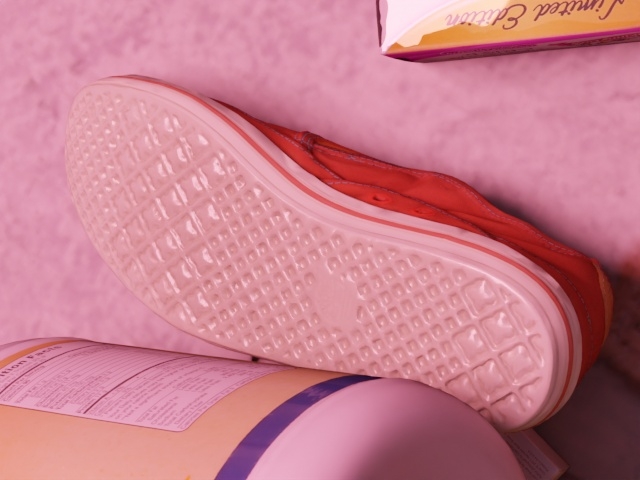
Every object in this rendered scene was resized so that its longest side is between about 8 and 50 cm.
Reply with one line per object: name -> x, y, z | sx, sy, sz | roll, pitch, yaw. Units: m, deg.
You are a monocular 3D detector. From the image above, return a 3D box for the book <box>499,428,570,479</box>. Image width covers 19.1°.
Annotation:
book -> 0.044, 0.134, 0.979 | 0.096, 0.035, 0.144 | 46, 105, 16

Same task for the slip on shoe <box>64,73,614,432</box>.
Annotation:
slip on shoe -> 0.000, 0.000, 0.960 | 0.331, 0.101, 0.123 | 22, 114, 31

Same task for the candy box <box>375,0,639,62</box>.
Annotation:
candy box -> 0.103, -0.210, 0.927 | 0.159, 0.071, 0.233 | -5, 90, 19

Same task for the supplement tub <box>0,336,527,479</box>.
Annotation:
supplement tub -> -0.078, 0.164, 0.889 | 0.316, 0.228, 0.228 | 4, 93, 39
